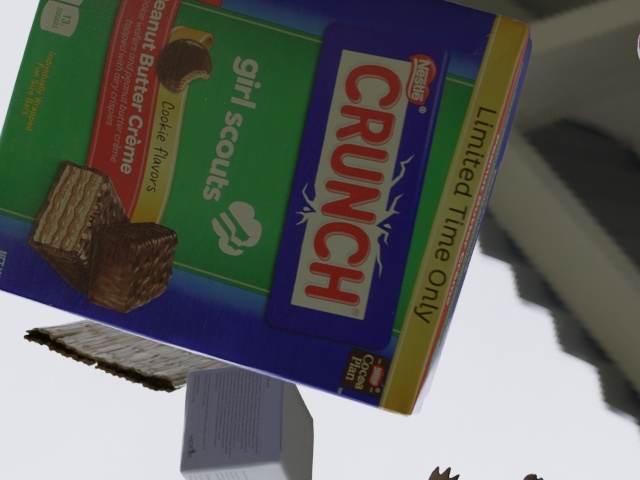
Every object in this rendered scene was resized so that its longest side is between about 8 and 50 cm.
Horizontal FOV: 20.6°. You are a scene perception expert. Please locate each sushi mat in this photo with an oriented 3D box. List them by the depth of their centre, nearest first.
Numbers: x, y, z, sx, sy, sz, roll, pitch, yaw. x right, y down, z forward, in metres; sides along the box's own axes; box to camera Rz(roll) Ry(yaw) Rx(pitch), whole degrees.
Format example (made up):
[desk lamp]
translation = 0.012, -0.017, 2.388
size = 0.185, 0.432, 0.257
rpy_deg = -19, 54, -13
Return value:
[sushi mat]
translation = -0.157, 0.099, 1.702
size = 0.151, 0.019, 0.316
rpy_deg = 20, -173, 13

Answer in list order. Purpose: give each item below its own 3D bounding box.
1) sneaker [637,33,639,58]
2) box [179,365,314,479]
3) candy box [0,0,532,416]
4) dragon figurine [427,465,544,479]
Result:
[sneaker]
translation = 0.260, -0.107, 1.104
size = 0.170, 0.075, 0.063
rpy_deg = -2, -110, -30
[box]
translation = -0.059, 0.169, 1.454
size = 0.087, 0.101, 0.102
rpy_deg = -7, -128, 13
[candy box]
translation = -0.046, -0.052, 1.179
size = 0.317, 0.122, 0.268
rpy_deg = 16, -89, 6
[dragon figurine]
translation = 0.107, 0.300, 1.553
size = 0.289, 0.144, 0.085
rpy_deg = -44, -144, -18
